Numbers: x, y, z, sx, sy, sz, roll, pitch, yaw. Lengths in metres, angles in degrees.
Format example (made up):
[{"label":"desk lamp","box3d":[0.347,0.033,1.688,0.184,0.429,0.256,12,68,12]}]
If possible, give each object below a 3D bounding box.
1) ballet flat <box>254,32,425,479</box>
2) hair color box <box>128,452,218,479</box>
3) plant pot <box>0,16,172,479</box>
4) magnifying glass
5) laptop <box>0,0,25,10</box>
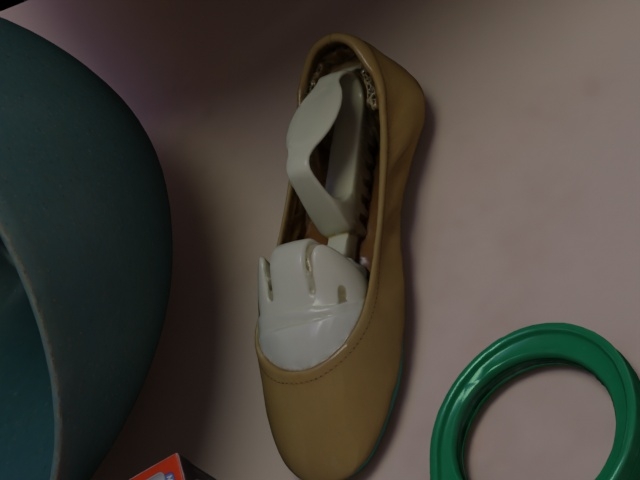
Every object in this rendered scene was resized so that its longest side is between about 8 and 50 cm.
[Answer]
[{"label":"ballet flat","box3d":[0.000,0.000,0.656,0.080,0.073,0.232,-12,54,30]},{"label":"hair color box","box3d":[-0.099,0.167,0.596,0.167,0.093,0.053,-32,48,14]},{"label":"plant pot","box3d":[-0.188,0.000,0.683,0.290,0.290,0.195,-7,19,32]},{"label":"magnifying glass","box3d":[0.066,0.139,0.548,0.092,0.026,0.231,8,64,39]},{"label":"laptop","box3d":[-0.055,-0.303,0.711,0.382,0.408,0.236,-25,76,-13]}]
